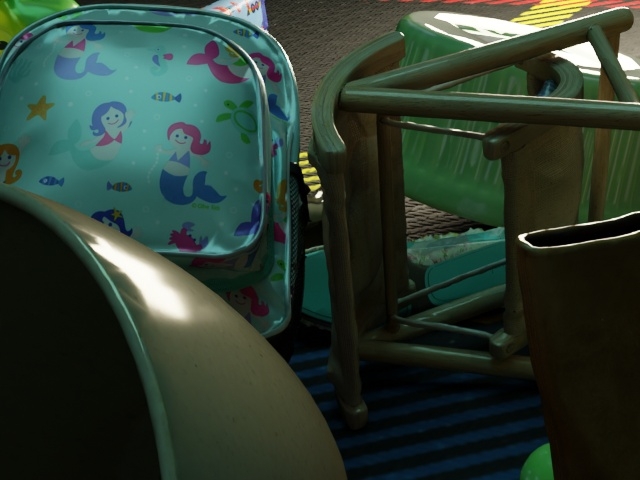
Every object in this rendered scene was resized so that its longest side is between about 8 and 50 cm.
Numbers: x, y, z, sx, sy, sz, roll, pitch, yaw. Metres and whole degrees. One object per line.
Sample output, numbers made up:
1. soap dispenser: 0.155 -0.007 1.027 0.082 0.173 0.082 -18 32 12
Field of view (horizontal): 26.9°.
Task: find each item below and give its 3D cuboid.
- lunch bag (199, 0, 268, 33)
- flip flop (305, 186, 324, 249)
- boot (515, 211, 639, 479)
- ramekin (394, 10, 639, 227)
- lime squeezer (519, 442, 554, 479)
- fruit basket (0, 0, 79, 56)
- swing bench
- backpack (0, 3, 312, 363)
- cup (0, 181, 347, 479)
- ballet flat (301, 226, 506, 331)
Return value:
1. lunch bag: -0.231 -0.235 1.869 0.293 0.138 0.221 -8 20 28
2. flip flop: 0.000 0.000 1.241 0.112 0.080 0.277 -42 -8 22
3. boot: 0.118 0.132 0.642 0.264 0.280 0.096 -11 23 -11
4. ramekin: 0.192 -0.120 1.301 0.304 0.148 0.303 11 17 -4
5. lime squeezer: 0.200 0.160 0.853 0.311 0.058 0.110 -12 23 -17
6. fruit basket: -0.413 -0.130 1.303 0.392 0.392 0.283 1 23 16
7. swing bench: 0.119 -0.016 1.001 0.255 0.253 0.165 -6 37 -2
8. backpack: -0.117 -0.041 0.874 0.225 0.191 0.253 3 56 0
9. cup: -0.119 0.145 0.696 0.331 0.331 0.237 12 1 37
10. ballet flat: 0.078 0.039 1.171 0.241 0.091 0.077 -4 -8 -5
